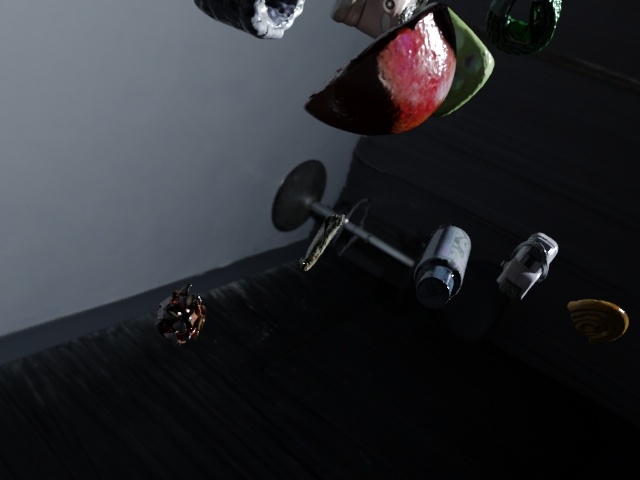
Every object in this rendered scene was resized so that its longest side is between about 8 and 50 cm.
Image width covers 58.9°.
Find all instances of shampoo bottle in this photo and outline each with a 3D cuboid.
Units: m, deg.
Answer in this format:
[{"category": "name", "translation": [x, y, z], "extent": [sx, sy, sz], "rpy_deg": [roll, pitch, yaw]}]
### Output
[{"category": "shampoo bottle", "translation": [0.178, 0.037, 0.824], "extent": [0.214, 0.072, 0.072], "rpy_deg": [-43, 154, -64]}]

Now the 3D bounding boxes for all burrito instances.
[{"category": "burrito", "translation": [0.002, 0.001, 1.426], "extent": [0.042, 0.051, 0.171], "rpy_deg": [32, 89, -22]}]

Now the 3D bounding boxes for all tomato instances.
[{"category": "tomato", "translation": [0.129, -0.276, 1.021], "extent": [0.309, 0.170, 0.309], "rpy_deg": [-38, -167, 10]}]

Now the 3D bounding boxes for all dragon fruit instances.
[{"category": "dragon fruit", "translation": [-0.328, 0.182, 1.339], "extent": [0.121, 0.130, 0.142], "rpy_deg": [-36, 160, -19]}]

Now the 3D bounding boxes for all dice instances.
[{"category": "dice", "translation": [0.354, -0.554, 1.747], "extent": [0.254, 0.250, 0.252], "rpy_deg": [38, 110, -22]}]

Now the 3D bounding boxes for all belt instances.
[{"category": "belt", "translation": [0.354, -0.394, 0.994], "extent": [0.151, 0.121, 0.079], "rpy_deg": [87, 28, -59]}]

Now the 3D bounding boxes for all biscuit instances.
[{"category": "biscuit", "translation": [0.833, 0.243, 1.682], "extent": [0.224, 0.144, 0.033], "rpy_deg": [48, 41, -35]}]

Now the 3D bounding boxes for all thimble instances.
[{"category": "thimble", "translation": [-0.121, -0.503, 1.070], "extent": [0.245, 0.157, 0.217], "rpy_deg": [-49, 160, -50]}]

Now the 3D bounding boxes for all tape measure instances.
[{"category": "tape measure", "translation": [0.602, 0.070, 1.647], "extent": [0.197, 0.120, 0.236], "rpy_deg": [-56, 163, 12]}]

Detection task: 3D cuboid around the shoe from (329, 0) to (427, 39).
[{"category": "shoe", "translation": [0.183, -0.658, 1.469], "extent": [0.351, 0.198, 0.172], "rpy_deg": [-57, -167, -12]}]
